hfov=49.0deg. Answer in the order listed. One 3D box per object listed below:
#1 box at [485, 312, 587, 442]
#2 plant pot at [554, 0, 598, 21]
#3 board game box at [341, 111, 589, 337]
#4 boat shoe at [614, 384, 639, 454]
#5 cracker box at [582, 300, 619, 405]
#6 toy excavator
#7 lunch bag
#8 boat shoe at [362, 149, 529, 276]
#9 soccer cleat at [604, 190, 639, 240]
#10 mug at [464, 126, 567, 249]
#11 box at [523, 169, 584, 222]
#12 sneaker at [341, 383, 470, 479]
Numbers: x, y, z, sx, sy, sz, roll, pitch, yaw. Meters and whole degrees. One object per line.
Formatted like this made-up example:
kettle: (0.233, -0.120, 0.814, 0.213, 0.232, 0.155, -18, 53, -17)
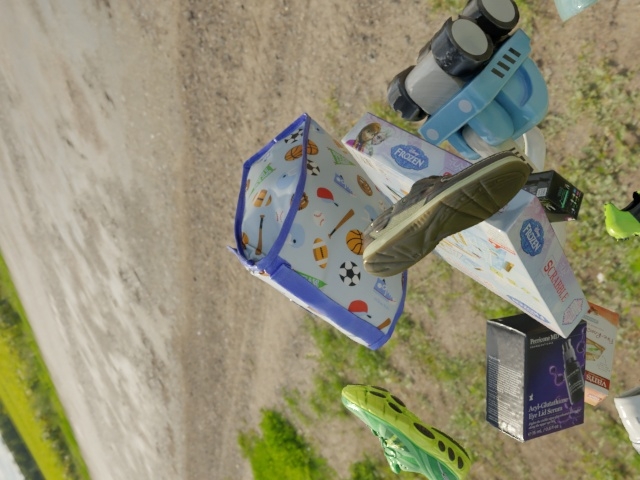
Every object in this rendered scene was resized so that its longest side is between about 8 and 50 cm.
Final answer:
box: (0.398, 0.244, 1.301, 0.108, 0.153, 0.207, 18, 113, 62)
plant pot: (0.663, -0.685, 1.664, 0.195, 0.290, 0.290, 58, 153, -6)
board game box: (0.216, -0.022, 1.034, 0.319, 0.066, 0.318, 37, 174, 42)
boat shoe: (0.467, 0.154, 0.822, 0.088, 0.268, 0.096, 62, 178, 5)
cracker box: (0.596, 0.245, 1.634, 0.156, 0.232, 0.067, 23, 145, 3)
toy excavator: (0.346, -0.211, 1.375, 0.445, 0.433, 0.222, 43, 145, -4)
lunch bag: (0.000, 0.000, 1.392, 0.328, 0.385, 0.239, 36, 121, -29)
boat shoe: (0.134, -0.042, 0.822, 0.224, 0.080, 0.073, -37, 48, 25)
soccer cleat: (0.548, -0.052, 1.132, 0.060, 0.179, 0.072, 120, 136, -88)
mug: (0.437, -0.086, 1.624, 0.328, 0.276, 0.373, -86, 5, -70)
box: (0.375, -0.071, 1.144, 0.083, 0.052, 0.062, 29, 163, -29)
sneaker: (0.153, 0.399, 1.409, 0.296, 0.109, 0.123, 35, 108, 18)
